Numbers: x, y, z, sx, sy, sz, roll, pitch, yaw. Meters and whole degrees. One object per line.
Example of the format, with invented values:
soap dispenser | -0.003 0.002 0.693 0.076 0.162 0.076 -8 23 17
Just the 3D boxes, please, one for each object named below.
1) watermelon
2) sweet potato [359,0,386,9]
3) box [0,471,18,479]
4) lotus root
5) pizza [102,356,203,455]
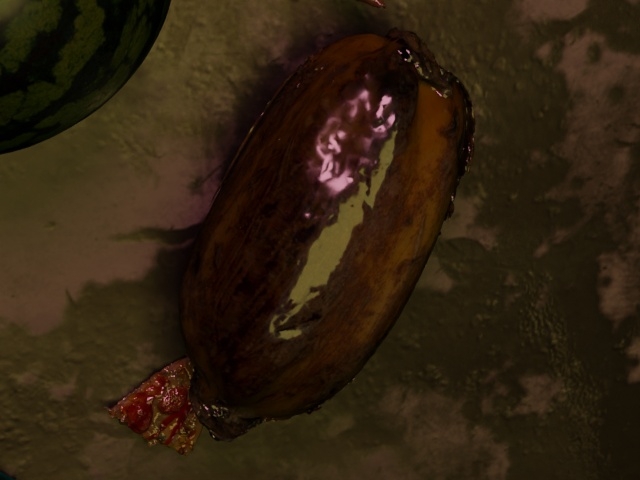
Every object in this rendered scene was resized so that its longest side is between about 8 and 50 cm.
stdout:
watermelon | -0.255 -0.203 1.094 0.285 0.285 0.285 -8 115 -18
sweet potato | 0.000 -0.298 1.280 0.068 0.068 0.226 -22 100 -11
box | -0.408 0.240 1.359 0.226 0.042 0.161 35 96 -30
lotus root | 0.000 0.000 1.334 0.196 0.179 0.397 27 100 -26
pizza | -0.142 0.172 1.440 0.100 0.029 0.099 -30 120 -6
